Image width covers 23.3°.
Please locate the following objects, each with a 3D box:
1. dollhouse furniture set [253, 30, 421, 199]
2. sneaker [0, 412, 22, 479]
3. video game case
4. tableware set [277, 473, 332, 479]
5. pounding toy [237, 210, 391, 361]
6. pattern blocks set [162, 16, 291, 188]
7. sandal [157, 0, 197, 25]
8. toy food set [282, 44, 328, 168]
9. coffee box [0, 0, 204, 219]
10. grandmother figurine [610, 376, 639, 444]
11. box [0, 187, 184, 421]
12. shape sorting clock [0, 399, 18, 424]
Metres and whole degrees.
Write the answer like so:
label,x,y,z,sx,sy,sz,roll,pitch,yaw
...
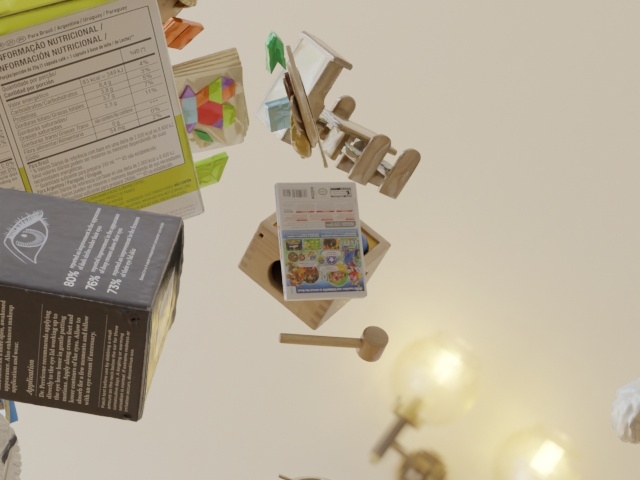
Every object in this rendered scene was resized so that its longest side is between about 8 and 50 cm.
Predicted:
label,x,y,z,sx,sy,sz,roll,pitch,yaw
dollhouse furniture set,0.038,-0.215,2.565,0.242,0.161,0.212,22,16,-42
sneaker,-0.386,0.187,1.498,0.153,0.094,0.235,9,-45,24
video game case,0.000,0.000,1.584,0.087,0.122,0.011,-1,-14,-19
tableware set,0.032,0.387,2.397,0.194,0.039,0.128,7,10,32
pounding toy,0.011,0.051,1.874,0.206,0.181,0.094,39,-50,11
pattern blocks set,-0.190,-0.187,2.208,0.026,0.325,0.285,57,-10,47
sandal,-0.193,-0.335,2.119,0.088,0.240,0.079,20,34,-40
toy food set,-0.034,-0.181,2.161,0.192,0.038,0.132,68,6,-68
coffee box,-0.357,-0.196,1.754,0.334,0.338,0.337,80,-13,-45
grandmother figurine,0.479,0.273,1.817,0.342,0.208,0.104,36,-43,34
box,-0.224,0.044,1.226,0.207,0.108,0.153,10,29,1
shape sorting clock,-0.479,0.189,2.175,0.206,0.040,0.206,27,-56,50
